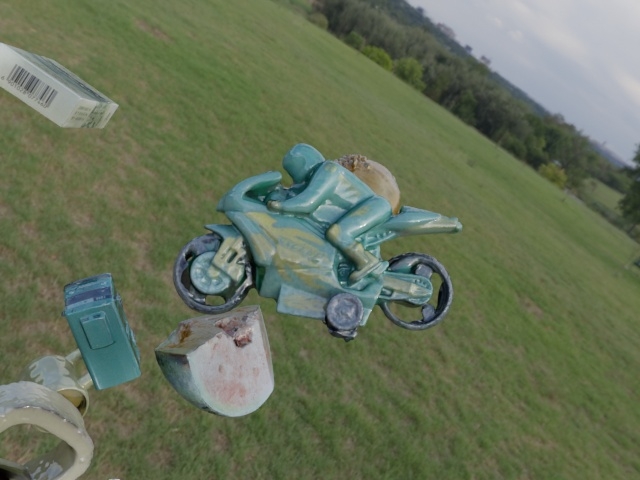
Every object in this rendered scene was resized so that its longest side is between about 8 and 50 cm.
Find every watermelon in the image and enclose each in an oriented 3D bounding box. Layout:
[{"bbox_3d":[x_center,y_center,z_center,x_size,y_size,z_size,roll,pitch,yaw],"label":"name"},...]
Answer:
[{"bbox_3d":[-0.219,0.254,1.162,0.322,0.175,0.188,-14,96,-62],"label":"watermelon"}]

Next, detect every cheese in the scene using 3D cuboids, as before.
[{"bbox_3d":[-0.797,0.554,1.533,0.332,0.292,0.153,44,-10,-34],"label":"cheese"}]

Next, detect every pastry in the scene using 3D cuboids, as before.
[{"bbox_3d":[0.021,-0.080,1.249,0.184,0.284,0.315,54,-24,-14],"label":"pastry"}]

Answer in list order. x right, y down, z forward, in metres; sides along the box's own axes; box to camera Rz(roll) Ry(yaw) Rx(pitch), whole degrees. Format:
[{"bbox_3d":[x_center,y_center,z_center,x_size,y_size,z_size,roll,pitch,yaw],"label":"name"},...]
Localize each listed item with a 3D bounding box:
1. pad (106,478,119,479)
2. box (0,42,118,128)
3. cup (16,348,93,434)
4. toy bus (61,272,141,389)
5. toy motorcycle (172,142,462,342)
[{"bbox_3d":[-0.375,0.511,0.946,0.004,0.156,0.232,-122,-162,-75],"label":"pad"},{"bbox_3d":[-0.517,-0.295,1.125,0.164,0.069,0.256,35,6,-10],"label":"box"},{"bbox_3d":[-0.790,0.423,1.727,0.173,0.255,0.202,31,2,-44],"label":"cup"},{"bbox_3d":[-0.533,0.225,1.401,0.128,0.256,0.147,-16,30,-14],"label":"toy bus"},{"bbox_3d":[0.002,0.000,0.615,0.296,0.198,0.109,11,-6,-3],"label":"toy motorcycle"}]
